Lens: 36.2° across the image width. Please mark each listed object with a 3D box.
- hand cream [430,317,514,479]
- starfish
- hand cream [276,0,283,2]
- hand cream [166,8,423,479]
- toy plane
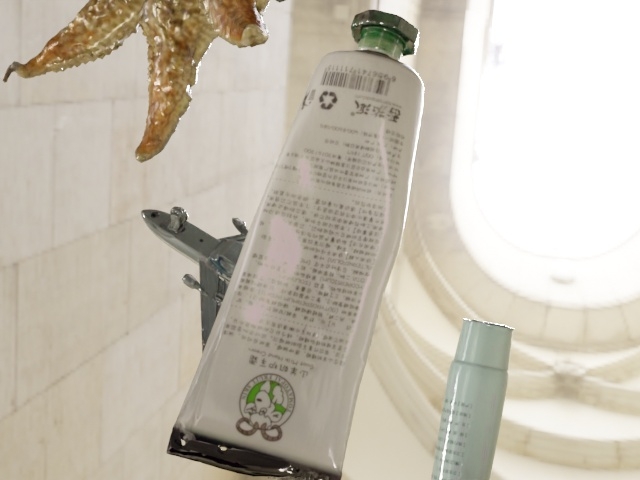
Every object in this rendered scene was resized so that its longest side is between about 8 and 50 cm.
[{"bbox_3d":[0.123,0.239,0.915,0.058,0.331,0.085,16,173,-21],"label":"hand cream"},{"bbox_3d":[-0.073,-0.185,0.591,0.301,0.294,0.084,-2,146,49],"label":"starfish"},{"bbox_3d":[-0.125,-0.399,1.348,0.059,0.095,0.276,-17,-138,-33],"label":"hand cream"},{"bbox_3d":[0.000,0.000,0.679,0.121,0.336,0.076,13,166,19],"label":"hand cream"},{"bbox_3d":[-0.062,0.033,0.857,0.226,0.058,0.226,38,-126,-1],"label":"toy plane"}]
